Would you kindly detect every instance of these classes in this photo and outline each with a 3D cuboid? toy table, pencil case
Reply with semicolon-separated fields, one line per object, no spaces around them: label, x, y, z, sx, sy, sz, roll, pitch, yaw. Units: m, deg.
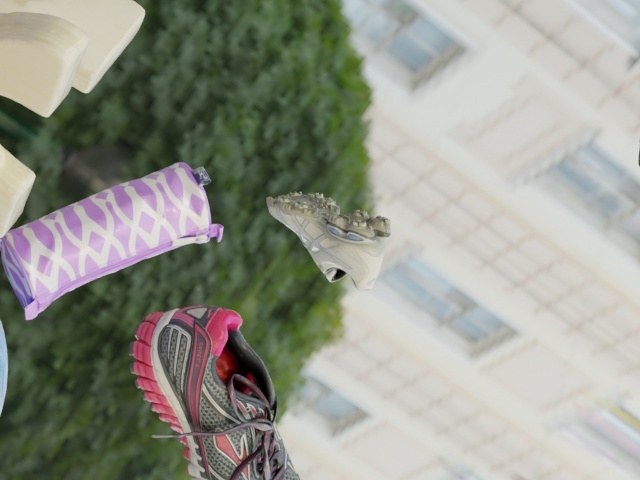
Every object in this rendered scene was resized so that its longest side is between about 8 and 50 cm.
toy table;-0.244;-0.103;1.121;0.252;0.161;0.274;-56;-178;-19
pencil case;-0.196;0.000;1.624;0.206;0.088;0.086;-23;158;-16

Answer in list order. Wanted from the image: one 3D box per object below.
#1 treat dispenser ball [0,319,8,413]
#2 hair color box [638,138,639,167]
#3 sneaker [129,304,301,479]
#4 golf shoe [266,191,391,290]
treat dispenser ball;-0.429;0.118;1.574;0.288;0.288;0.288;-47;-161;22
hair color box;0.399;-0.082;1.499;0.347;0.105;0.174;-125;-148;-61
sneaker;-0.083;0.200;1.786;0.112;0.299;0.121;-13;-152;32
golf shoe;0.000;0.000;1.839;0.176;0.069;0.086;26;-63;49
